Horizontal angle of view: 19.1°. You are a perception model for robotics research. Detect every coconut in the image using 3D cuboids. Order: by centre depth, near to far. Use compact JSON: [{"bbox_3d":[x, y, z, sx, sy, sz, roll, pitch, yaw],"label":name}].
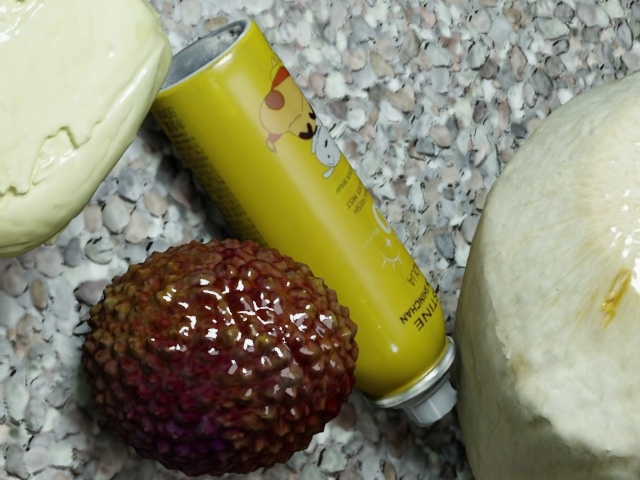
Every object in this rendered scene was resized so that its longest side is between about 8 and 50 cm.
[{"bbox_3d":[0.279,0.079,1.496,0.344,0.415,0.415,-9,92,-4],"label":"coconut"}]

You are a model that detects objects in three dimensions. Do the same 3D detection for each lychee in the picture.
[{"bbox_3d":[-0.065,0.086,1.366,0.188,0.188,0.188,3,85,-35],"label":"lychee"}]

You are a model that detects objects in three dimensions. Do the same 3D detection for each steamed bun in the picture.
[{"bbox_3d":[-0.255,-0.125,1.258,0.273,0.166,0.232,34,80,-23],"label":"steamed bun"}]

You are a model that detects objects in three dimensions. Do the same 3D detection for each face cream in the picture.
[{"bbox_3d":[0.000,0.000,1.461,0.105,0.105,0.349,-44,111,-29],"label":"face cream"}]
